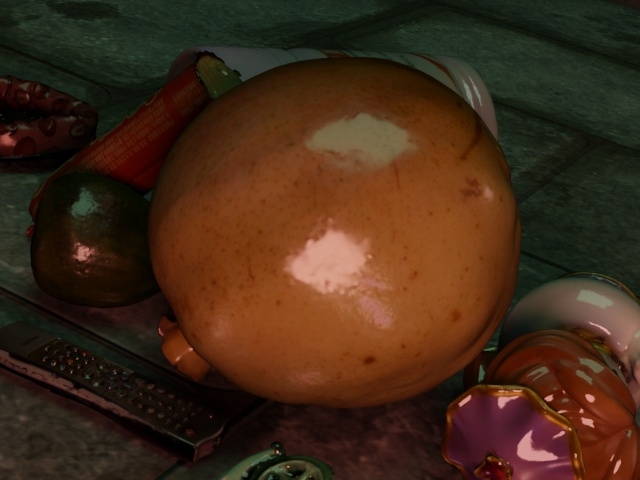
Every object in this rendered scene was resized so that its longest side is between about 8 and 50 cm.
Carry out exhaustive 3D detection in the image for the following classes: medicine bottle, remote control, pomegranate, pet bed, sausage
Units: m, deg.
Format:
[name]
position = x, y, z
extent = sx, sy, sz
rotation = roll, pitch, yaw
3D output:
[medicine bottle]
position = 0.007, -0.101, 1.247
extent = 0.316, 0.202, 0.202
rotation = -3, 29, -28
[remote control]
position = -0.170, 0.115, 0.920
extent = 0.212, 0.028, 0.059
rotation = 23, 23, 20
[pomegranate]
position = 0.000, 0.000, 0.946
extent = 0.319, 0.319, 0.319
rotation = 10, 25, -5
[pet bed]
position = -0.355, -0.137, 1.337
extent = 0.201, 0.053, 0.201
rotation = 5, 23, -2
[sausage]
position = -0.181, -0.071, 1.097
extent = 0.083, 0.264, 0.083
rotation = 44, 26, -28

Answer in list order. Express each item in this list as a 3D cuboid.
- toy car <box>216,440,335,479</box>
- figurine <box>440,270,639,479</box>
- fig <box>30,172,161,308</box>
[toy car]
position = -0.019, 0.238, 0.616
extent = 0.125, 0.136, 0.306
rotation = -16, 30, -9
[figurine]
position = 0.193, 0.120, 0.946
extent = 0.189, 0.142, 0.263
rotation = -13, 16, 26
[fig]
position = -0.173, 0.011, 1.056
extent = 0.177, 0.117, 0.117
rotation = 16, 20, -30
